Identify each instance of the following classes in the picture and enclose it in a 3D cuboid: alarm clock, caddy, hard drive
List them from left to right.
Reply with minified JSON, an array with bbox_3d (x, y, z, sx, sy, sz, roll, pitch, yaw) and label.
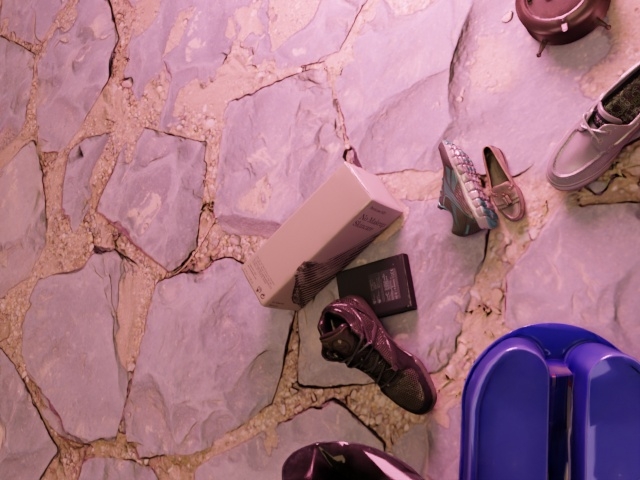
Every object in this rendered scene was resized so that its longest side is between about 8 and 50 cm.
[{"bbox_3d":[0.091,0.083,1.088,0.135,0.022,0.094,-18,71,31],"label":"hard drive"},{"bbox_3d":[0.297,0.273,0.813,0.242,0.179,0.340,3,82,12],"label":"caddy"},{"bbox_3d":[0.355,-0.380,0.971,0.130,0.064,0.191,-17,68,32],"label":"alarm clock"}]

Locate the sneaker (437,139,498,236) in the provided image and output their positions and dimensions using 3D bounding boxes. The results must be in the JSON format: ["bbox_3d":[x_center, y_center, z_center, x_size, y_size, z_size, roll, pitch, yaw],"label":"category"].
[{"bbox_3d":[0.209,-0.079,1.014,0.076,0.065,0.166,-32,62,31],"label":"sneaker"}]

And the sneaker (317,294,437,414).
[{"bbox_3d":[0.076,0.185,1.004,0.087,0.130,0.227,-48,70,26],"label":"sneaker"}]

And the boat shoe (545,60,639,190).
[{"bbox_3d":[0.391,-0.165,0.886,0.227,0.081,0.079,-47,58,18],"label":"boat shoe"}]

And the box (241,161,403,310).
[{"bbox_3d":[0.000,0.000,1.116,0.275,0.113,0.094,-45,59,22],"label":"box"}]

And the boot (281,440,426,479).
[{"bbox_3d":[0.040,0.401,0.805,0.367,0.445,0.146,5,50,29],"label":"boot"}]

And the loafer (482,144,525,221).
[{"bbox_3d":[0.271,-0.087,0.982,0.045,0.039,0.125,-26,66,28],"label":"loafer"}]
